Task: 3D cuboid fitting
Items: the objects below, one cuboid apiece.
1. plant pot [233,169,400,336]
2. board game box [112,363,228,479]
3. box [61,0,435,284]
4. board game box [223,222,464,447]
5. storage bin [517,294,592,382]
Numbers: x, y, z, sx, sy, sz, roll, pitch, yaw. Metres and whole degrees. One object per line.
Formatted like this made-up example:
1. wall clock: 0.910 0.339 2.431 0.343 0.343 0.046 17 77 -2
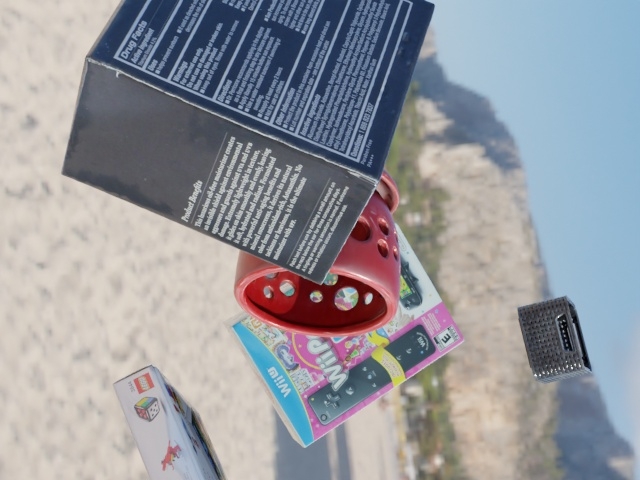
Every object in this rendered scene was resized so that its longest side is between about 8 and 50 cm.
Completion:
1. plant pot: 0.000 0.000 1.453 0.191 0.191 0.174 78 13 -60
2. board game box: -0.115 0.294 1.288 0.305 0.053 0.193 63 -3 25
3. box: -0.071 -0.160 1.288 0.183 0.294 0.296 118 -6 -47
4. board game box: 0.037 0.143 1.926 0.224 0.303 0.097 59 -10 -7
5. storage bin: 0.385 0.165 2.040 0.180 0.084 0.122 28 48 -72
